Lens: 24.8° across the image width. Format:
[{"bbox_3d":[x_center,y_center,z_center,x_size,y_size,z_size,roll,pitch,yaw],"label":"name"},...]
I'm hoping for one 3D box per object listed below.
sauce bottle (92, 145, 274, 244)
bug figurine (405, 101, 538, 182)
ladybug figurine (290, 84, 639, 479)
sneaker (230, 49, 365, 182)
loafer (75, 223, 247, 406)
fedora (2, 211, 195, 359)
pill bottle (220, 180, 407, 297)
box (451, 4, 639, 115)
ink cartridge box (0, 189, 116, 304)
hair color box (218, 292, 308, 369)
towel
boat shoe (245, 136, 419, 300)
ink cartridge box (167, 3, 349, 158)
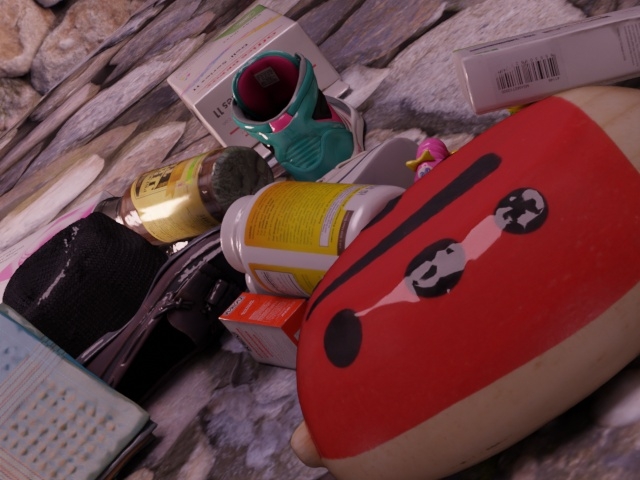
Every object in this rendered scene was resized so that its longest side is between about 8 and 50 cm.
[{"bbox_3d":[-0.205,-0.051,2.030,0.344,0.111,0.111,-13,33,48],"label":"sauce bottle"},{"bbox_3d":[0.171,-0.082,1.518,0.279,0.072,0.216,-33,21,16],"label":"bug figurine"},{"bbox_3d":[0.145,0.026,1.209,0.449,0.162,0.305,-40,21,-2],"label":"ladybug figurine"},{"bbox_3d":[-0.037,-0.173,1.902,0.124,0.178,0.295,-36,21,9],"label":"sneaker"},{"bbox_3d":[-0.171,0.112,1.680,0.302,0.109,0.095,-44,38,5],"label":"loafer"},{"bbox_3d":[-0.302,0.070,1.882,0.334,0.152,0.334,-33,22,15],"label":"fedora"},{"bbox_3d":[0.000,0.000,1.455,0.215,0.117,0.117,5,47,45],"label":"pill bottle"},{"bbox_3d":[0.247,-0.180,1.391,0.232,0.058,0.322,-13,9,6],"label":"box"},{"bbox_3d":[-0.464,0.046,2.327,0.324,0.071,0.330,-29,24,27],"label":"ink cartridge box"},{"bbox_3d":[-0.042,0.095,1.508,0.043,0.072,0.141,-48,23,-21],"label":"hair color box"},{"bbox_3d":[-0.393,0.263,1.582,0.271,0.040,0.370,34,70,26],"label":"towel"},{"bbox_3d":[0.008,-0.023,1.640,0.267,0.096,0.088,-47,18,-23],"label":"boat shoe"},{"bbox_3d":[-0.102,-0.244,2.241,0.207,0.119,0.353,-40,20,-2],"label":"ink cartridge box"}]
